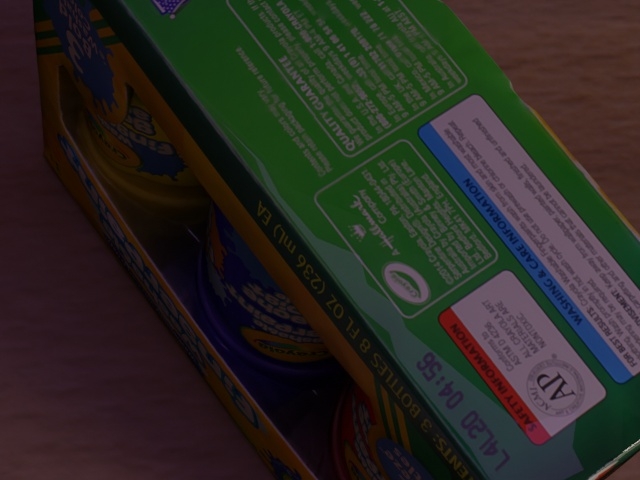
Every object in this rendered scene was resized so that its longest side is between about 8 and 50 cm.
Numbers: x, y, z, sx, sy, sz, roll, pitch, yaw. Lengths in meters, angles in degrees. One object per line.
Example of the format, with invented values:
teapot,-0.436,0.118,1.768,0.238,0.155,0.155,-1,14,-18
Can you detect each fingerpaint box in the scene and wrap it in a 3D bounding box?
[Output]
fingerpaint box,0.000,0.000,0.995,0.163,0.371,0.445,-33,76,-18
